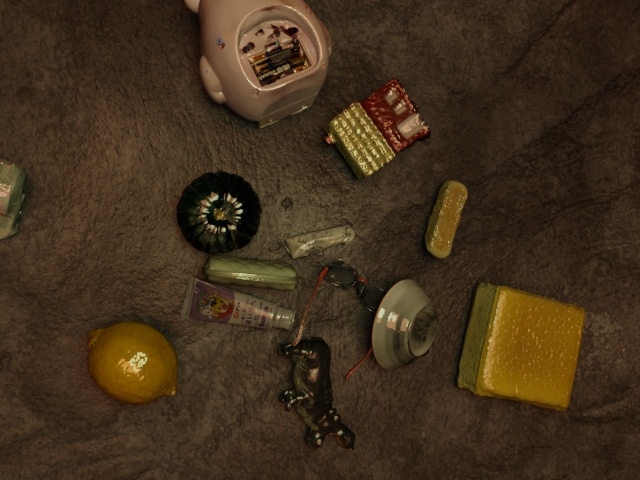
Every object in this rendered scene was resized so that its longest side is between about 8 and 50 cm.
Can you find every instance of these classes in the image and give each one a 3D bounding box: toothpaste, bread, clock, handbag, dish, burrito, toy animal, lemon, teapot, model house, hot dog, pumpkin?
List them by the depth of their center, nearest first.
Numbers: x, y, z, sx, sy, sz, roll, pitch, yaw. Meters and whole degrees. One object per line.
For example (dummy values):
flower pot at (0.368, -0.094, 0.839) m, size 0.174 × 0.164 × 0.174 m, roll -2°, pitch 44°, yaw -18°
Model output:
teapot at (-0.804, -0.104, 1.143) m, size 0.178 × 0.163 × 0.222 m, roll 17°, pitch 82°, yaw -19°
lemon at (-0.455, 0.296, 1.182) m, size 0.256 × 0.188 × 0.188 m, roll 39°, pitch 79°, yaw -4°
handbag at (-0.177, 0.085, 1.245) m, size 0.256 × 0.219 × 0.079 m, roll 7°, pitch 87°, yaw -14°
pumpkin at (-0.263, -0.071, 1.265) m, size 0.220 × 0.162 × 0.221 m, roll -1°, pitch 97°, yaw -10°
clock at (-0.159, -0.523, 1.272) m, size 0.368 × 0.250 × 0.377 m, roll -27°, pitch 93°, yaw -14°
toothpaste at (-0.220, 0.185, 1.310) m, size 0.299 × 0.073 × 0.114 m, roll 13°, pitch 94°, yaw -6°
toy animal at (-0.022, 0.432, 1.319) m, size 0.168 × 0.106 × 0.343 m, roll -18°, pitch 97°, yaw -21°
dish at (0.254, 0.242, 1.336) m, size 0.260 × 0.085 × 0.260 m, roll -11°, pitch 106°, yaw -44°
burrito at (0.000, 0.001, 1.374) m, size 0.203 × 0.064 × 0.064 m, roll -14°, pitch 90°, yaw -12°
model house at (0.146, -0.300, 1.378) m, size 0.254 × 0.160 × 0.196 m, roll -34°, pitch 94°, yaw -11°
bread at (0.599, 0.319, 1.448) m, size 0.323 × 0.143 × 0.333 m, roll 17°, pitch 83°, yaw -10°
hot dog at (0.370, -0.063, 1.456) m, size 0.084 × 0.073 × 0.243 m, roll 21°, pitch 79°, yaw -15°

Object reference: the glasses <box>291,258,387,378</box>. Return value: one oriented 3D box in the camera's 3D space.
glasses at (0.071, 0.206, 1.297) m, size 0.234 × 0.118 × 0.268 m, roll 36°, pitch 48°, yaw -10°
